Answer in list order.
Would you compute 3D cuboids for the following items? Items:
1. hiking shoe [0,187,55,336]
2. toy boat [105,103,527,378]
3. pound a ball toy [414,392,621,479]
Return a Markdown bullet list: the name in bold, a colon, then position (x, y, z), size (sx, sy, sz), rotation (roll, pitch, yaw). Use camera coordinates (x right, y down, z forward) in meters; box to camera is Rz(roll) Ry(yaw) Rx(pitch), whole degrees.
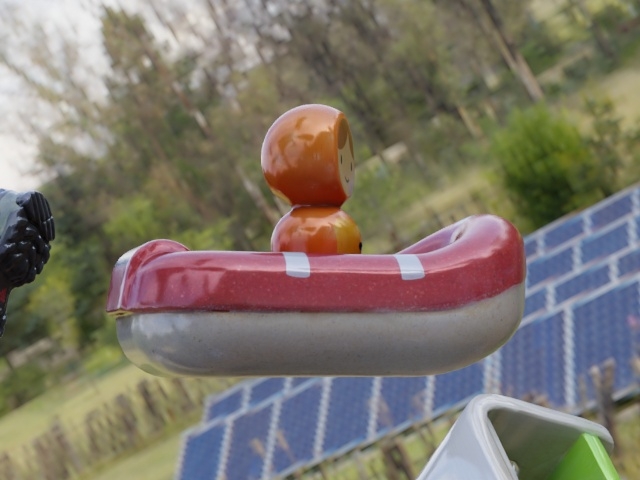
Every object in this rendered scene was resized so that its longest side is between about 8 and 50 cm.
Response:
- **hiking shoe**: position (-0.318, 0.047, 1.256), size (0.114, 0.086, 0.227), rotation (13, 55, 30)
- **toy boat**: position (0.000, 0.000, 0.831), size (0.231, 0.151, 0.151), rotation (1, -5, -17)
- **pound a ball toy**: position (0.036, 0.218, 0.836), size (0.319, 0.135, 0.208), rotation (-58, 32, 27)
